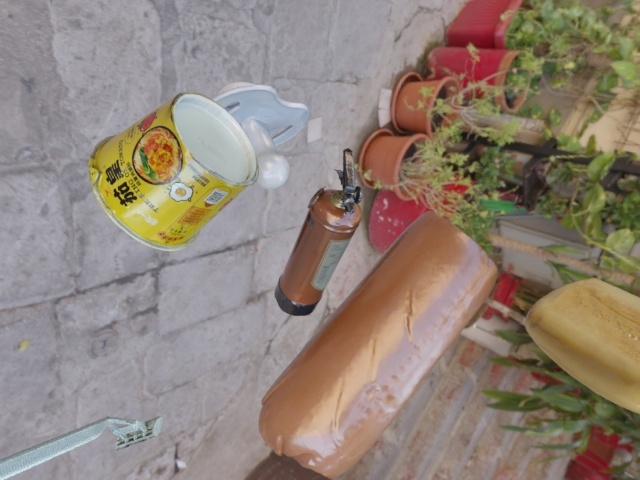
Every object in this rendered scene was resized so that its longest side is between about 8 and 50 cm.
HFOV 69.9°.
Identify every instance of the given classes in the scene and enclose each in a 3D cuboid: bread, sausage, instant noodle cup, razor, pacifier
[{"bbox_3d":[0.373,0.133,0.577,0.147,0.217,0.098,-27,115,-4],"label":"bread"},{"bbox_3d":[0.063,0.112,0.495,0.304,0.121,0.121,-49,144,-9],"label":"sausage"},{"bbox_3d":[-0.181,-0.098,0.603,0.144,0.182,0.182,-30,158,27],"label":"instant noodle cup"},{"bbox_3d":[-0.383,0.310,0.685,0.278,0.111,0.056,10,58,-58],"label":"razor"},{"bbox_3d":[-0.142,-0.210,0.982,0.238,0.226,0.287,-28,163,22],"label":"pacifier"}]

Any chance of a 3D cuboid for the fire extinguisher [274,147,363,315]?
[{"bbox_3d":[0.000,0.000,0.430,0.050,0.062,0.177,7,134,-19],"label":"fire extinguisher"}]
